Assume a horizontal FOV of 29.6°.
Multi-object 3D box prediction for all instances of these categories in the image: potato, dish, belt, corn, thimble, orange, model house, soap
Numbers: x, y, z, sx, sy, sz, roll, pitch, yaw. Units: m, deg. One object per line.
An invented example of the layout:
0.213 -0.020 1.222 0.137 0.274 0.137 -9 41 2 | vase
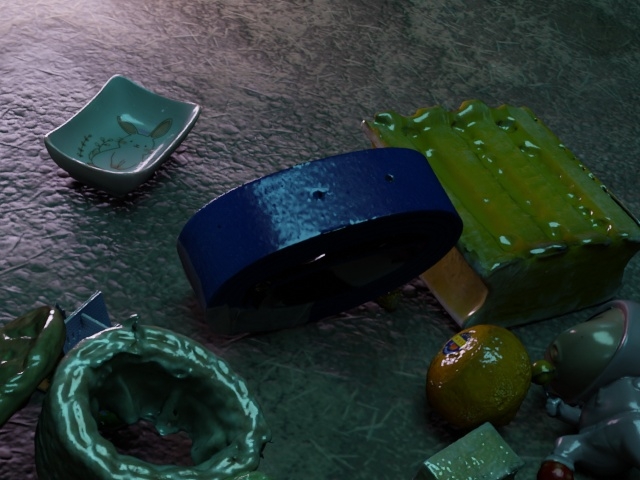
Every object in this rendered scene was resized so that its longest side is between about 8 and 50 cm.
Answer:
0.168 0.268 1.387 0.122 0.061 0.086 -22 53 -34 | potato
-0.281 -0.139 1.722 0.151 0.077 0.212 21 40 11 | dish
0.000 0.000 1.515 0.347 0.212 0.117 -17 61 -17 | belt
0.076 0.055 1.629 0.037 0.037 0.092 -16 48 -31 | corn
-0.178 0.202 1.260 0.229 0.148 0.196 32 54 2 | thimble
0.192 0.167 1.460 0.135 0.117 0.135 -29 21 13 | orange
-0.269 0.127 1.401 0.167 0.088 0.117 28 41 16 | model house
0.245 -0.047 1.708 0.293 0.156 0.335 -10 45 -31 | soap

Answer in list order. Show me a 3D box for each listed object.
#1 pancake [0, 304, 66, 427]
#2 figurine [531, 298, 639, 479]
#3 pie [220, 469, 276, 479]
-0.358 0.164 1.276 0.050 0.242 0.242 53 36 -19 | pancake
0.352 0.182 1.466 0.186 0.176 0.287 31 51 -14 | figurine
-0.056 0.347 1.141 0.201 0.090 0.248 -21 88 -40 | pie
